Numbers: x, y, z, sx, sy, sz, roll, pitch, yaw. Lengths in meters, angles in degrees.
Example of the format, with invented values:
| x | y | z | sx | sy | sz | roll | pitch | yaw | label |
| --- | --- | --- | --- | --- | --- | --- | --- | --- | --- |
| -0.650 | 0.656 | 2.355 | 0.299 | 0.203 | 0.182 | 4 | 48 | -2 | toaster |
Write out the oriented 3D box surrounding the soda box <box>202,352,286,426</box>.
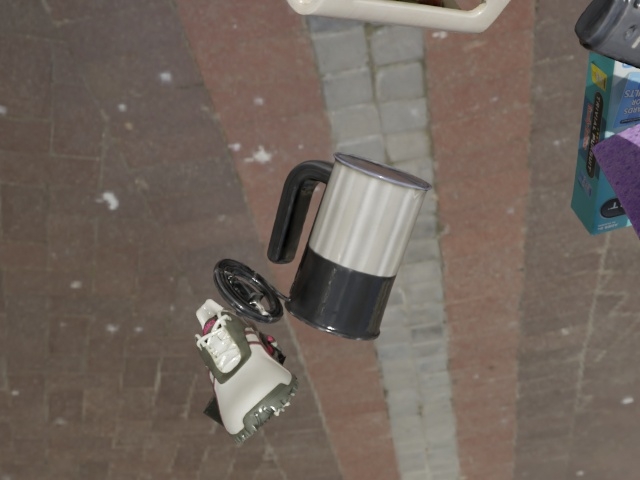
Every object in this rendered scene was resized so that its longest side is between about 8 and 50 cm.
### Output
| x | y | z | sx | sy | sz | roll | pitch | yaw | label |
| --- | --- | --- | --- | --- | --- | --- | --- | --- | --- |
| -0.124 | 0.234 | 1.521 | 0.060 | 0.053 | 0.169 | 35 | 126 | -4 | soda box |

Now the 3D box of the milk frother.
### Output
| x | y | z | sx | sy | sz | roll | pitch | yaw | label |
| --- | --- | --- | --- | --- | --- | --- | --- | --- | --- |
| 0.000 | 0.000 | 0.744 | 0.129 | 0.135 | 0.143 | 21 | -167 | 17 | milk frother |

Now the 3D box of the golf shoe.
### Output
| x | y | z | sx | sy | sz | roll | pitch | yaw | label |
| --- | --- | --- | --- | --- | --- | --- | --- | --- | --- |
| -0.106 | 0.155 | 1.144 | 0.105 | 0.273 | 0.120 | -42 | 105 | -2 | golf shoe |

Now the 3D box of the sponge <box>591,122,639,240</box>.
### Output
| x | y | z | sx | sy | sz | roll | pitch | yaw | label |
| --- | --- | --- | --- | --- | --- | --- | --- | --- | --- |
| 0.418 | -0.076 | 1.150 | 0.117 | 0.210 | 0.031 | -25 | 126 | 15 | sponge |

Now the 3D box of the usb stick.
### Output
| x | y | z | sx | sy | sz | roll | pitch | yaw | label |
| --- | --- | --- | --- | --- | --- | --- | --- | --- | --- |
| 0.381 | -0.195 | 0.966 | 0.278 | 0.045 | 0.077 | 11 | 135 | -29 | usb stick |

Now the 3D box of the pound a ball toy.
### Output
| x | y | z | sx | sy | sz | roll | pitch | yaw | label |
| --- | --- | --- | --- | --- | --- | --- | --- | --- | --- |
| 0.077 | -0.332 | 1.064 | 0.319 | 0.208 | 0.136 | -6 | 147 | -42 | pound a ball toy |

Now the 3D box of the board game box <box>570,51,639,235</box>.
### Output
| x | y | z | sx | sy | sz | roll | pitch | yaw | label |
| --- | --- | --- | --- | --- | --- | --- | --- | --- | --- |
| 0.513 | -0.178 | 1.375 | 0.253 | 0.079 | 0.336 | -14 | 134 | -6 | board game box |
